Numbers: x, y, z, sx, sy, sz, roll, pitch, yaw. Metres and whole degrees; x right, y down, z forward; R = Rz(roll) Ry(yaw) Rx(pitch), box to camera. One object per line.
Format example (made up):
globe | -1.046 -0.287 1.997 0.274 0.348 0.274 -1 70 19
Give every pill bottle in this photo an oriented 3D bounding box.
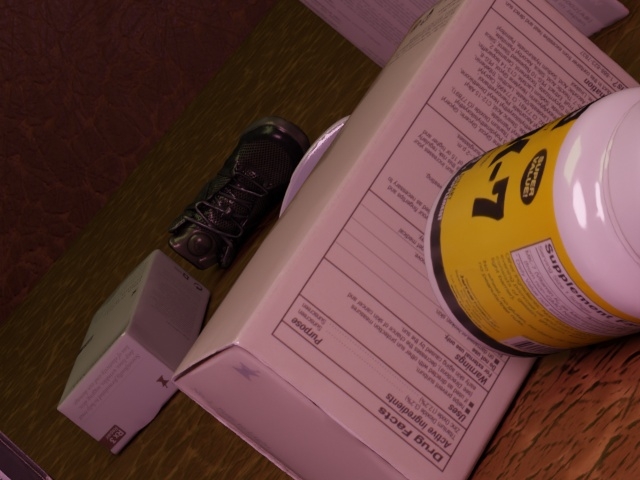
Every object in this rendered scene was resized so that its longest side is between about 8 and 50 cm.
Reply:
pill bottle | 0.148 -0.011 0.944 0.119 0.119 0.208 -55 13 -23

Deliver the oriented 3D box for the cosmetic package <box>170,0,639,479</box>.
cosmetic package | 0.067 0.002 1.113 0.309 0.160 0.113 -55 11 -26

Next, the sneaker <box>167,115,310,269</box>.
sneaker | -0.090 -0.042 2.020 0.227 0.087 0.130 -41 16 50

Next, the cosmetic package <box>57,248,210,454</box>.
cosmetic package | -0.190 0.110 1.916 0.117 0.085 0.231 -47 11 17

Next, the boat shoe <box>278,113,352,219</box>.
boat shoe | 0.000 0.000 1.481 0.076 0.080 0.229 -89 17 -74

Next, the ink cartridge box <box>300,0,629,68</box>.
ink cartridge box | 0.073 -0.269 1.559 0.091 0.308 0.385 -55 13 -18

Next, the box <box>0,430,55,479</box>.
box | -0.164 0.179 1.046 0.076 0.307 0.242 -49 12 -14
